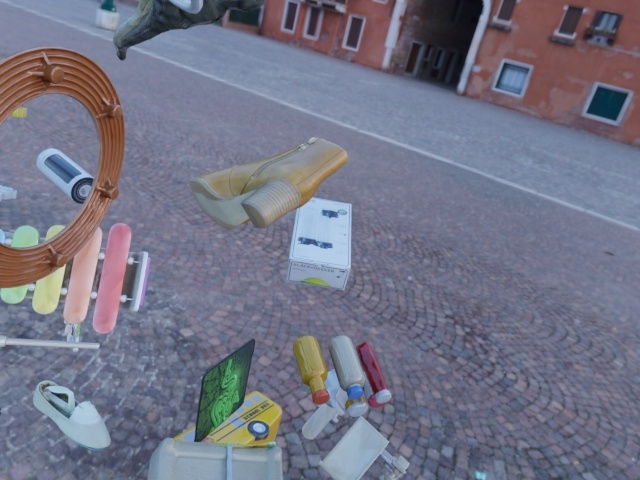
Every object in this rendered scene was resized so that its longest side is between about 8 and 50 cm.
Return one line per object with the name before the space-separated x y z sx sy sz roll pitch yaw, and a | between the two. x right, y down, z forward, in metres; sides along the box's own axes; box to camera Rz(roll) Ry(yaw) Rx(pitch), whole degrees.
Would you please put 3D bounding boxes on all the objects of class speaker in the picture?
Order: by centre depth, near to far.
speaker | -0.471 -0.121 0.928 0.136 0.055 0.055 33 29 29

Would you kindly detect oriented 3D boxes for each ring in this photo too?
ring | -0.366 -0.089 0.683 0.032 0.337 0.336 20 23 9

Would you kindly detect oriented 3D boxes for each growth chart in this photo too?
growth chart | -0.713 0.224 1.440 0.021 0.237 0.172 2 56 -19

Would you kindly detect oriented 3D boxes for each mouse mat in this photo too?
mouse mat | -0.187 0.296 0.980 0.007 0.190 0.152 26 29 22

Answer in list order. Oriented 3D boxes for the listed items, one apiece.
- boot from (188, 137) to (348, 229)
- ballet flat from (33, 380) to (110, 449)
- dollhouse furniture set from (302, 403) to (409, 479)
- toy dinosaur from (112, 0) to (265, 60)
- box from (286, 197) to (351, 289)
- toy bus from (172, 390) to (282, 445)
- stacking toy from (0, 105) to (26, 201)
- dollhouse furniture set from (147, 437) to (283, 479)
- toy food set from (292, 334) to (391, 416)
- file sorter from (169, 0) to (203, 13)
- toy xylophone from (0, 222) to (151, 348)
boot | -0.099 -0.115 0.925 0.211 0.104 0.295 -40 33 -26
ballet flat | -0.601 0.414 1.207 0.248 0.086 0.086 22 23 21
dollhouse furniture set | 0.092 0.636 1.509 0.303 0.355 0.174 40 74 19
toy dinosaur | -0.172 -0.270 0.531 0.268 0.118 0.064 -5 49 32
box | 0.000 0.000 1.429 0.169 0.087 0.290 9 40 -4
toy bus | -0.217 0.458 1.096 0.130 0.108 0.332 26 21 27
stacking toy | -0.617 -0.176 0.854 0.221 0.167 0.052 17 16 5
dollhouse furniture set | -0.159 0.450 0.695 0.197 0.151 0.301 13 36 -19
toy food set | 0.051 0.237 0.791 0.111 0.232 0.104 -25 43 4
file sorter | -0.056 -0.291 0.232 0.173 0.278 0.193 35 -1 -15
toy xylophone | -0.481 0.083 0.906 0.322 0.236 0.081 2 -7 -22
